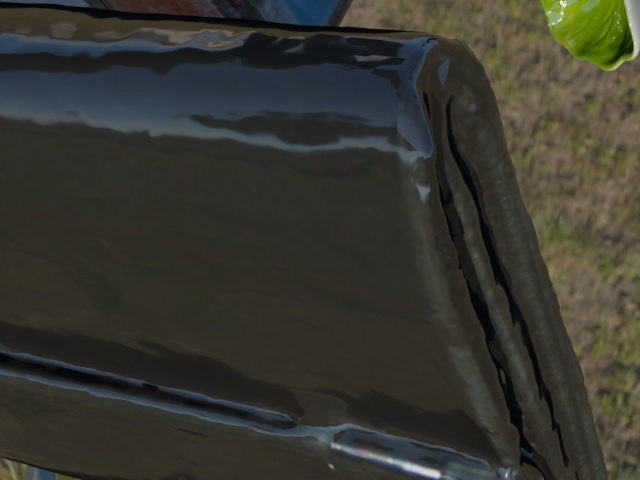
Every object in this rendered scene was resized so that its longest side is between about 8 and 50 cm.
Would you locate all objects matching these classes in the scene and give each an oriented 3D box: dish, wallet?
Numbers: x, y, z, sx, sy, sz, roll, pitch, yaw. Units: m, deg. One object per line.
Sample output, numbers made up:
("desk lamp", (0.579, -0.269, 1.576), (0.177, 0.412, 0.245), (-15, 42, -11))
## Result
("dish", (0.156, -0.167, 0.890), (0.039, 0.137, 0.091), (-25, 27, -18))
("wallet", (-0.115, 0.010, 0.528), (0.406, 0.228, 0.062), (9, 50, 29))

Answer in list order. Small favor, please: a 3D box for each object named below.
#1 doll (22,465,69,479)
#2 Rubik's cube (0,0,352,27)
("doll", (-0.179, 0.254, 0.923), (0.103, 0.146, 0.316), (-3, 34, -3))
("Rubik's cube", (-0.144, -0.334, 0.997), (0.363, 0.362, 0.359), (1, 54, 41))
